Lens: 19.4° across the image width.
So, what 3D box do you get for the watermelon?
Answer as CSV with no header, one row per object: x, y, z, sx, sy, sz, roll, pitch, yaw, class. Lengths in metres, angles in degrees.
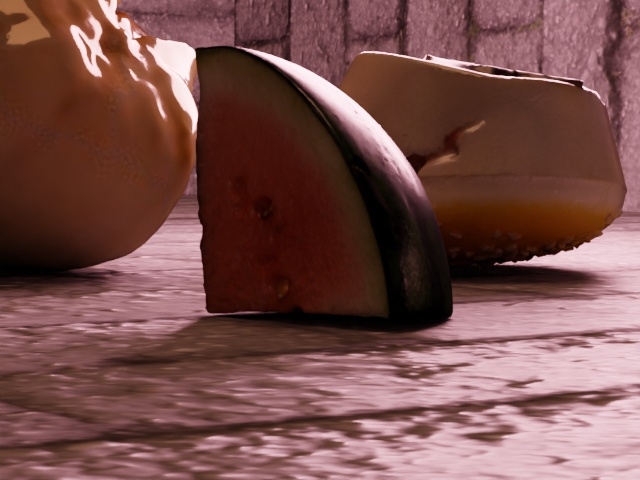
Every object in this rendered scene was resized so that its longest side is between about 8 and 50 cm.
0.016,-0.013,0.994,0.145,0.193,0.137,0,-42,-45,watermelon

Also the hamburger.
0.109,-0.048,1.365,0.227,0.151,0.295,7,-3,14,hamburger

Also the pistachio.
-0.197,-0.084,1.313,0.238,0.229,0.321,-34,-1,-8,pistachio
